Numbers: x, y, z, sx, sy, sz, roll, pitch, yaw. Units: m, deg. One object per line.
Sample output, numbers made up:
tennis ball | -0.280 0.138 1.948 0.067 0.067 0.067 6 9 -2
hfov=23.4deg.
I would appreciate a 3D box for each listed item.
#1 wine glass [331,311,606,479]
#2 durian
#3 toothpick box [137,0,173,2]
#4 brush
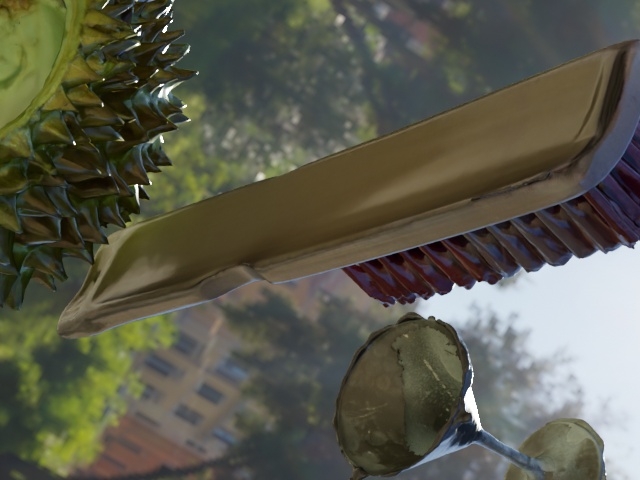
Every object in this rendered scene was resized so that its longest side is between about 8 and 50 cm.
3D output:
wine glass | 0.141 0.175 1.361 0.156 0.232 0.156 -29 -135 34
durian | -0.168 -0.065 0.636 0.176 0.236 0.200 18 91 -67
toothpick box | -0.189 -0.302 1.146 0.263 0.263 0.355 -70 -173 -50
brush | 0.000 0.000 0.565 0.321 0.050 0.060 -15 -138 52
